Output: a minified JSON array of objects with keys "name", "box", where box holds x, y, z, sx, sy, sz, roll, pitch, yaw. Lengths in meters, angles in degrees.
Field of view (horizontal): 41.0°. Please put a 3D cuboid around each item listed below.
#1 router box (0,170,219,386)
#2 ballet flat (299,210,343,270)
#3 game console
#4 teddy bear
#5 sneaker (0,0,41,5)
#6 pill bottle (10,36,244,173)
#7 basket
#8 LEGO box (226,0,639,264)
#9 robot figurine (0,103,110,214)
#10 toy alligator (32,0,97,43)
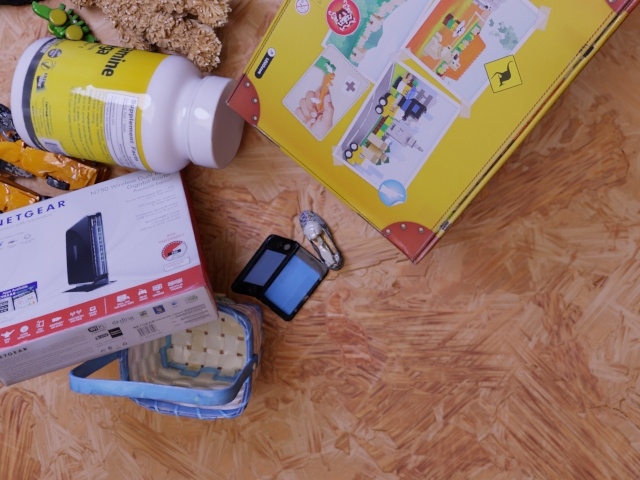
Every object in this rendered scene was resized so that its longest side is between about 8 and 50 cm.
[{"name":"router box","box":[-0.351,0.041,1.336,0.335,0.301,0.082,-18,136,-3]},{"name":"ballet flat","box":[0.000,0.000,1.404,0.041,0.041,0.114,-33,87,16]},{"name":"game console","box":[-0.068,0.063,1.416,0.122,0.107,0.071,-53,54,14]},{"name":"teddy bear","box":[-0.292,-0.396,1.373,0.338,0.113,0.245,40,142,-2]},{"name":"sneaker","box":[-0.575,-0.465,1.474,0.286,0.109,0.130,-8,88,14]},{"name":"pill bottle","box":[-0.300,-0.211,1.361,0.334,0.188,0.188,11,99,13]},{"name":"basket","box":[-0.223,0.187,1.355,0.254,0.289,0.201,5,107,12]},{"name":"LEGO box","box":[0.158,-0.280,1.178,0.372,0.193,0.500,41,122,6]},{"name":"robot figurine","box":[-0.527,-0.115,1.509,0.291,0.085,0.211,24,102,10]},{"name":"toy alligator","box":[-0.412,-0.348,1.471,0.189,0.056,0.051,45,69,-8]}]
